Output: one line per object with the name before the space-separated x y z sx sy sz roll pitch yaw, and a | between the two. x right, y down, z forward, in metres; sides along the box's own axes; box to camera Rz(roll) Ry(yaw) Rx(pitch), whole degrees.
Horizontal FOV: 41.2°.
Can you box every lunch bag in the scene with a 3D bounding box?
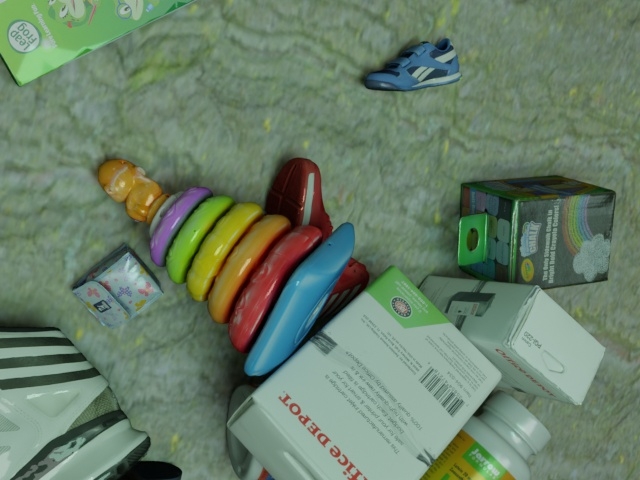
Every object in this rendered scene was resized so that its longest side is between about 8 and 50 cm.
lunch bag | -0.239 0.058 1.005 0.083 0.053 0.071 -36 113 -2

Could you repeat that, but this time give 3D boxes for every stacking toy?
stacking toy | -0.130 0.000 0.962 0.302 0.175 0.165 32 119 7

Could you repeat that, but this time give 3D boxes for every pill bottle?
pill bottle | -0.001 0.246 1.112 0.222 0.124 0.124 2 101 -23
pill bottle | 0.211 0.337 1.218 0.245 0.136 0.136 -45 115 -8

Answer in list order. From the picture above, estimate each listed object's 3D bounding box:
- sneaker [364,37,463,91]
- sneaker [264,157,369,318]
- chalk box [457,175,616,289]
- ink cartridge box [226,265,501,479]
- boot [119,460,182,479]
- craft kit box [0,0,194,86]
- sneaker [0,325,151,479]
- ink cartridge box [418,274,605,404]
sneaker | 0.117 -0.223 1.093 0.144 0.053 0.059 -16 109 -28
sneaker | 0.000 0.000 1.090 0.128 0.087 0.221 -4 116 -31
chalk box | 0.273 -0.010 1.168 0.213 0.132 0.132 -5 105 -21
ink cartridge box | 0.055 0.192 1.019 0.198 0.114 0.273 46 54 6
boot | -0.280 0.332 1.036 0.219 0.082 0.106 6 97 -26
craft kit box | -0.272 -0.329 0.899 0.247 0.061 0.249 -30 112 -11
sneaker | -0.433 0.250 0.895 0.448 0.169 0.257 -34 82 -20
ink cartridge box | 0.237 0.128 1.129 0.159 0.218 0.092 39 74 -26
